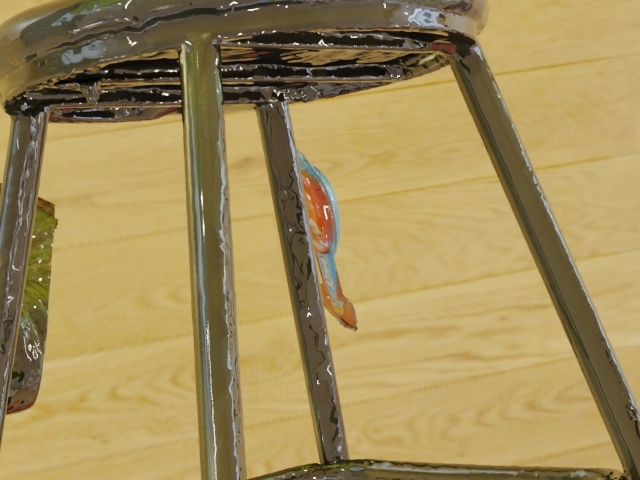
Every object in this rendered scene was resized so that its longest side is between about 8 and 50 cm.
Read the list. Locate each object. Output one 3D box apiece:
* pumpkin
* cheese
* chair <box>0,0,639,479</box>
[{"bbox_3d":[-0.421,0.089,1.542,0.139,0.190,0.280,10,52,-17],"label":"pumpkin"},{"bbox_3d":[0.000,0.000,1.508,0.037,0.106,0.256,-26,119,-23],"label":"cheese"},{"bbox_3d":[-0.030,0.065,0.726,0.364,0.362,0.410,-7,88,-38],"label":"chair"}]
